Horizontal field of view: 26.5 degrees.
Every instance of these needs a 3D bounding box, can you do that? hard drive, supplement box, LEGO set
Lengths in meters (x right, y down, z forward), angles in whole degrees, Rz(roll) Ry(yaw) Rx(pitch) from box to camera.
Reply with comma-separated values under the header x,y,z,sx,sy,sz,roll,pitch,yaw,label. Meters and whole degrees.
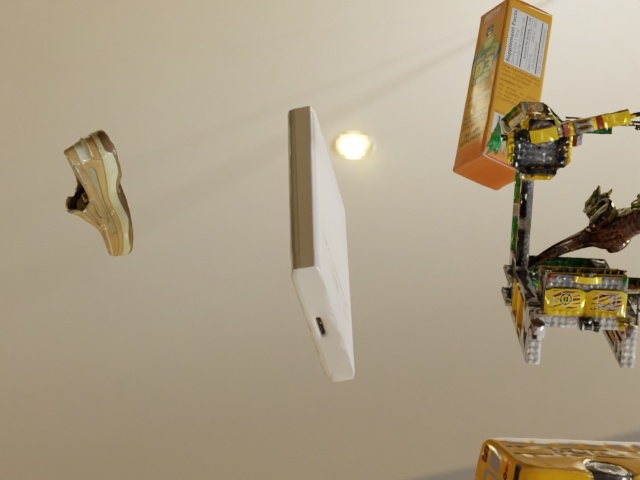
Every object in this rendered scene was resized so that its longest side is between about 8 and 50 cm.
x,y,z,sx,sy,sz,roll,pitch,yaw,label
0.000,0.000,1.737,0.040,0.203,0.307,-11,-138,7,hard drive
0.233,-0.188,1.728,0.080,0.078,0.233,22,-114,-20,supplement box
0.302,0.001,1.216,0.331,0.255,0.192,10,-162,-2,LEGO set

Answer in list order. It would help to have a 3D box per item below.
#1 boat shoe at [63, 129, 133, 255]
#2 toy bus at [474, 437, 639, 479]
x,y,z,sx,sy,sz,roll,pitch,yaw,label
-0.281,-0.050,1.678,0.072,0.190,0.068,-24,-137,-20,boat shoe
0.349,0.293,1.533,0.333,0.108,0.130,5,-169,-20,toy bus
